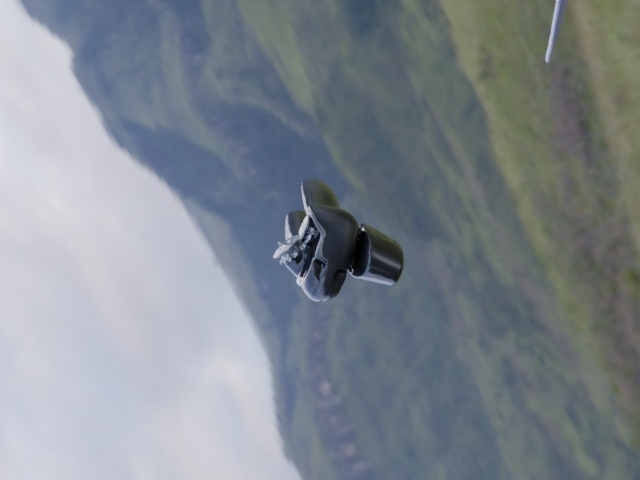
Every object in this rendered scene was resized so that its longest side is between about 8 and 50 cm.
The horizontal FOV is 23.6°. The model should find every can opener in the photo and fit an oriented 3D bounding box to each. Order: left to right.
[{"bbox_3d":[0.000,0.000,0.999,0.073,0.059,0.186,31,-175,-16],"label":"can opener"}]

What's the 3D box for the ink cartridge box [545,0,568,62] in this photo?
[{"bbox_3d":[0.142,-0.201,0.654,0.206,0.045,0.208,68,-143,-76],"label":"ink cartridge box"}]
